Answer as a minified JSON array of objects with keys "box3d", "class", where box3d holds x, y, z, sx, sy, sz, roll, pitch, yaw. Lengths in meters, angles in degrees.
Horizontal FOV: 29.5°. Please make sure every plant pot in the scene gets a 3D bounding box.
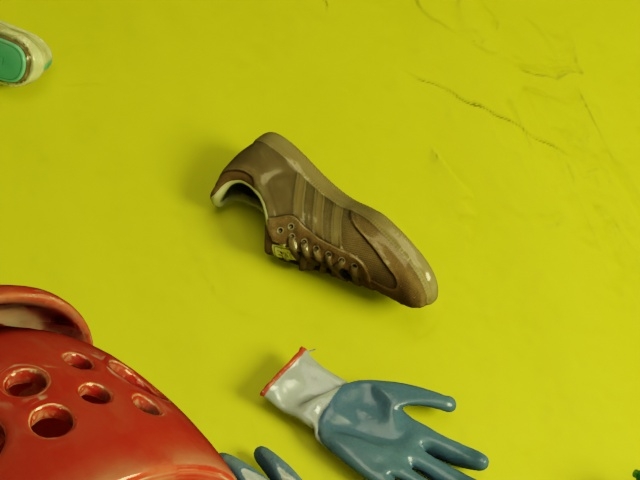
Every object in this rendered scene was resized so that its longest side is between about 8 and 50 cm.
[{"box3d":[-0.165,0.135,0.649,0.191,0.191,0.174,-29,52,-28],"class":"plant pot"}]

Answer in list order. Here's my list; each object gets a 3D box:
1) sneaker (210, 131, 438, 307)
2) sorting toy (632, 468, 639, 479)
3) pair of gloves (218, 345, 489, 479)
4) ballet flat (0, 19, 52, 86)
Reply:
[{"box3d":[0.000,0.000,0.870,0.071,0.066,0.188,-41,61,-15],"class":"sneaker"},{"box3d":[0.216,0.173,0.767,0.102,0.061,0.042,-18,22,-30],"class":"sorting toy"},{"box3d":[0.010,0.154,0.763,0.159,0.023,0.198,32,54,14],"class":"pair of gloves"},{"box3d":[-0.291,-0.164,0.962,0.168,0.057,0.052,25,24,7],"class":"ballet flat"}]
